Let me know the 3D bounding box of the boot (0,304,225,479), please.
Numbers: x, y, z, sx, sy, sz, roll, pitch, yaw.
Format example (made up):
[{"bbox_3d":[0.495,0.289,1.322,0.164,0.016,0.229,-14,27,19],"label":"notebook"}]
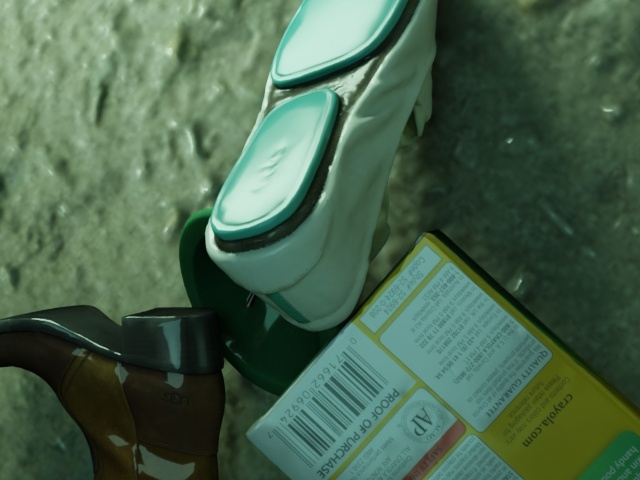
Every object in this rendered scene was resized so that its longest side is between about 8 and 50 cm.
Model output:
[{"bbox_3d":[-0.188,0.198,1.165,0.264,0.096,0.280,-1,95,22],"label":"boot"}]

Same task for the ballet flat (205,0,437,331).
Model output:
[{"bbox_3d":[0.021,-0.089,1.053,0.139,0.139,0.400,-2,43,24],"label":"ballet flat"}]

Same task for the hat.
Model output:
[{"bbox_3d":[0.000,0.000,1.135,0.173,0.183,0.208,18,132,37],"label":"hat"}]

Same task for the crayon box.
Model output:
[{"bbox_3d":[0.134,0.173,0.981,0.323,0.083,0.203,43,99,7],"label":"crayon box"}]
